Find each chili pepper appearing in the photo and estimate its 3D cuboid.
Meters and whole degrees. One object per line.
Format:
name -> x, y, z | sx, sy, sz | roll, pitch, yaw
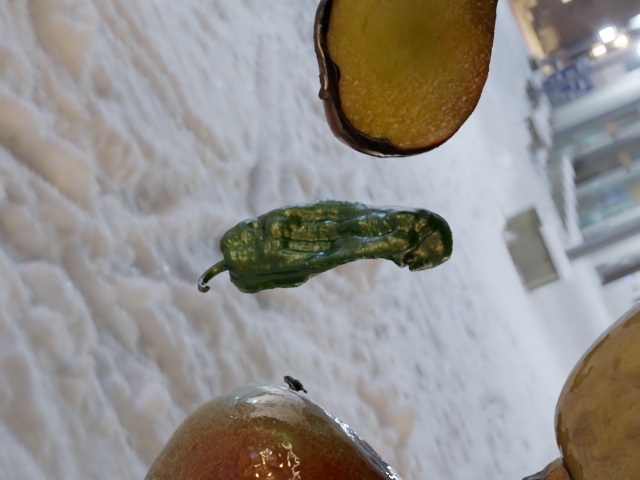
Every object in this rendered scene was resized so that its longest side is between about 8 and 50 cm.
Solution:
chili pepper -> 0.002, 0.006, 1.343 | 0.074, 0.257, 0.100 | 46, 41, -47

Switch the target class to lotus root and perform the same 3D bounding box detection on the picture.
lotus root -> 0.264, 0.146, 1.053 | 0.182, 0.310, 0.183 | 28, 36, -23

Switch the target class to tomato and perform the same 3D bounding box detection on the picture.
tomato -> -0.056, 0.284, 1.504 | 0.239, 0.303, 0.303 | 57, 9, 17

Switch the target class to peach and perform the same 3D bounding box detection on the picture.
peach -> 0.075, -0.184, 1.325 | 0.279, 0.068, 0.189 | -38, 107, -38
